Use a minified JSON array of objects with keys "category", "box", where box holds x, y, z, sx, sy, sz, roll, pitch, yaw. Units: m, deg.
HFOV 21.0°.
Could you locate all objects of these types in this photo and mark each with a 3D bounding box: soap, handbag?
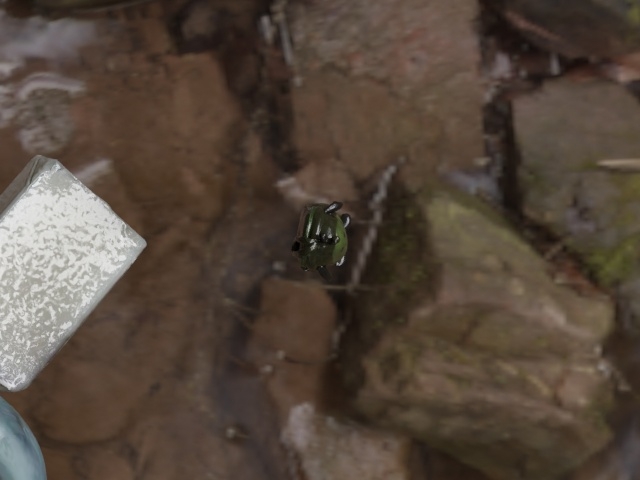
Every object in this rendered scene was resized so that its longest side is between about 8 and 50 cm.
[{"category":"soap","box":[-0.253,0.031,1.488,0.121,0.064,0.183,44,78,-21]},{"category":"handbag","box":[0.000,0.000,1.515,0.047,0.111,0.072,8,93,4]}]

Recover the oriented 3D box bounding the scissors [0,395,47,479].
[{"category":"scissors","box":[-0.253,0.147,0.594,0.256,0.383,0.029,23,32,-3]}]
